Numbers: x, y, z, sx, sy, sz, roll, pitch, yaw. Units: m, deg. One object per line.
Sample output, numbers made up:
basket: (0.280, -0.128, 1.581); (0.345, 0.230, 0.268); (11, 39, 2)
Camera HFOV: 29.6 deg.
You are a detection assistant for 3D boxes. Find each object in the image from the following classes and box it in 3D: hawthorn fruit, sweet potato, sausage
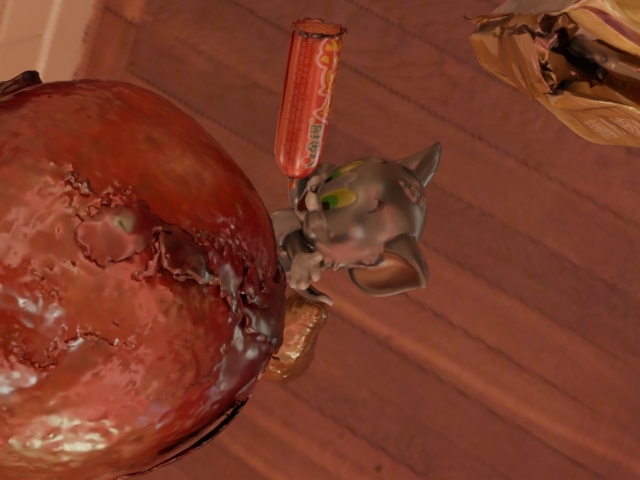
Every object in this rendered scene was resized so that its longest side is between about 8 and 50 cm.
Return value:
hawthorn fruit: (-0.179, 0.020, 0.844); (0.316, 0.316, 0.316); (10, 113, 24)
sweet potato: (-0.044, 0.124, 1.472); (0.097, 0.097, 0.292); (50, 164, 3)
sausage: (-0.013, -0.105, 0.972); (0.048, 0.050, 0.145); (5, 120, -11)

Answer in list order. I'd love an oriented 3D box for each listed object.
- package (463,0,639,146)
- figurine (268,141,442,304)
package: (0.229, -0.159, 1.050); (0.165, 0.311, 0.221); (-22, 100, -3)
figurine: (0.000, 0.004, 1.265); (0.140, 0.193, 0.265); (33, 128, -24)
